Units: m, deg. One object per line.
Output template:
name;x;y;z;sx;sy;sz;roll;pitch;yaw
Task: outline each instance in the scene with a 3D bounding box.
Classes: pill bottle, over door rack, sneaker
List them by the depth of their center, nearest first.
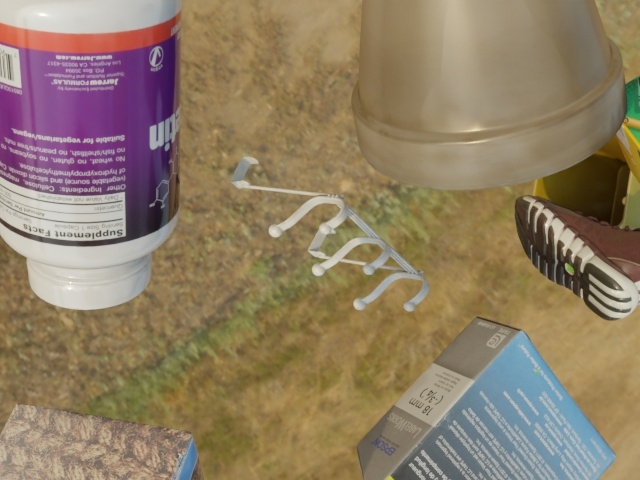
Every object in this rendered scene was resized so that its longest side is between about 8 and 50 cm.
pill bottle;-0.223;-0.101;0.887;0.181;0.181;0.323;-16;127;-32
sneaker;0.415;0.007;1.373;0.163;0.281;0.106;-18;128;-14
over door rack;0.000;0.000;1.523;0.239;0.324;0.108;43;81;-35

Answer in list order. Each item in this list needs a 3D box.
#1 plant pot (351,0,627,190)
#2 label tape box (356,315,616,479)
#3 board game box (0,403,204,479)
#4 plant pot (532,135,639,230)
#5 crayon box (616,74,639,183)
plant pot;0.172;-0.259;1.056;0.323;0.323;0.280;-27;124;-19
label tape box;0.168;0.293;1.123;0.334;0.106;0.240;-45;112;-14
board game box;-0.175;0.308;0.706;0.141;0.232;0.291;7;136;11
plant pot;0.525;-0.097;1.670;0.187;0.212;0.212;18;79;-33
crayon box;0.462;-0.062;1.149;0.081;0.278;0.165;-31;139;11
